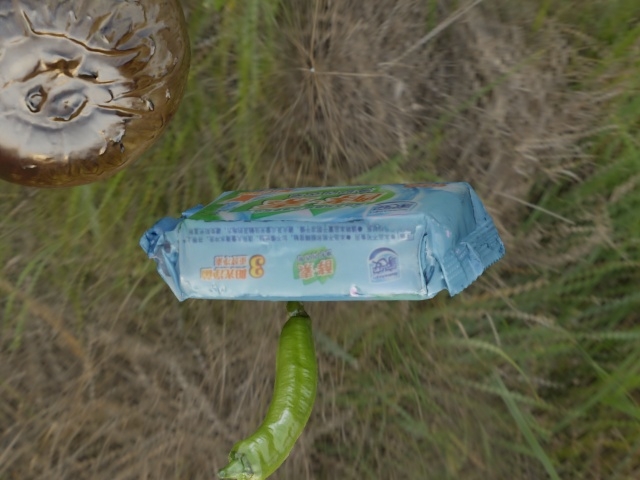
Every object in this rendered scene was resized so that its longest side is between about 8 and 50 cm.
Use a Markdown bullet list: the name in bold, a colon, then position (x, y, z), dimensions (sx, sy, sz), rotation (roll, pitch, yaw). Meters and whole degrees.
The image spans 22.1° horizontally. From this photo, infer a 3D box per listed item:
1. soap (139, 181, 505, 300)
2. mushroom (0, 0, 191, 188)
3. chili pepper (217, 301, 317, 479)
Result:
- **soap**: position (0.000, 0.000, 1.399), dimensions (0.293, 0.156, 0.077), rotation (-2, 103, 18)
- **mushroom**: position (-0.263, -0.176, 1.557), dimensions (0.278, 0.163, 0.297), rotation (-9, 128, 14)
- **chili pepper**: position (-0.028, 0.125, 1.345), dimensions (0.049, 0.208, 0.043), rotation (-7, 129, 27)
